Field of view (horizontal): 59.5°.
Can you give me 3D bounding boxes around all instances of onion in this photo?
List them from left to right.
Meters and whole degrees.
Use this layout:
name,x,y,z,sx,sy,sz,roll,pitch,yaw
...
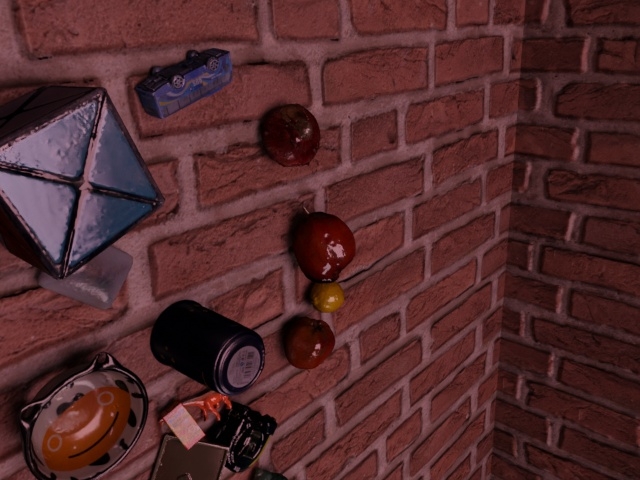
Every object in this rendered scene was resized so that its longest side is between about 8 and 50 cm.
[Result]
name,x,y,z,sx,sy,sz,roll,pitch,yaw
onion,-0.067,-0.287,1.535,0.184,0.147,0.184,-4,97,-36

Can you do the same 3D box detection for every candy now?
name,x,y,z,sx,sy,sz,roll,pitch,yaw
candy,-0.498,0.064,1.201,0.174,0.071,0.138,37,74,-48
candy,-0.362,0.485,1.474,0.062,0.038,0.122,-38,110,-23

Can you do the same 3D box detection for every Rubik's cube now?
name,x,y,z,sx,sy,sz,roll,pitch,yaw
Rubik's cube,-0.484,-0.119,1.018,0.260,0.254,0.259,-46,133,-30

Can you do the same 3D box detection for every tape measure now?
name,x,y,z,sx,sy,sz,roll,pitch,yaw
tape measure,-0.230,0.585,1.649,0.199,0.112,0.186,42,72,-46

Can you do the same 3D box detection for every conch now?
name,x,y,z,sx,sy,sz,roll,pitch,yaw
conch,-0.159,0.825,1.793,0.196,0.134,0.202,-82,171,-80

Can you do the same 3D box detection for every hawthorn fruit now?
name,x,y,z,sx,sy,sz,roll,pitch,yaw
hawthorn fruit,-0.046,0.347,1.775,0.162,0.162,0.204,-4,123,-48
hawthorn fruit,0.000,0.000,1.695,0.189,0.189,0.251,-35,107,-38

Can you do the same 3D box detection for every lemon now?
name,x,y,z,sx,sy,sz,roll,pitch,yaw
lemon,0.020,0.180,1.809,0.133,0.109,0.109,-10,109,-38

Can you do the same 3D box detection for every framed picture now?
name,x,y,z,sx,sy,sz,roll,pitch,yaw
framed picture,-0.370,0.664,1.510,0.189,0.023,0.260,18,87,-21

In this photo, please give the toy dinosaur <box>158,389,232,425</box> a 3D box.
name,x,y,z,sx,sy,sz,roll,pitch,yaw
toy dinosaur,-0.314,0.455,1.555,0.279,0.055,0.101,-27,112,-40

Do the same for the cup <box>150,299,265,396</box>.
name,x,y,z,sx,sy,sz,roll,pitch,yaw
cup,-0.247,0.271,1.415,0.255,0.256,0.179,12,93,-51

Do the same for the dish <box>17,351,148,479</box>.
name,x,y,z,sx,sy,sz,roll,pitch,yaw
dish,-0.529,0.382,1.227,0.303,0.120,0.303,-18,115,-45

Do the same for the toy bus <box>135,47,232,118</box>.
name,x,y,z,sx,sy,sz,roll,pitch,yaw
toy bus,-0.307,-0.366,1.291,0.236,0.079,0.094,-40,145,-34
